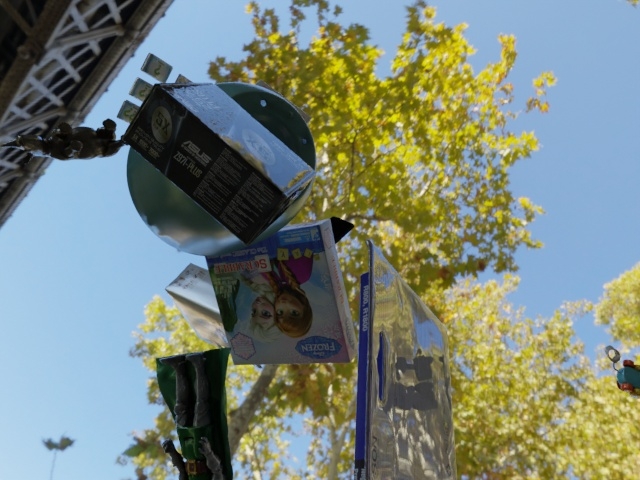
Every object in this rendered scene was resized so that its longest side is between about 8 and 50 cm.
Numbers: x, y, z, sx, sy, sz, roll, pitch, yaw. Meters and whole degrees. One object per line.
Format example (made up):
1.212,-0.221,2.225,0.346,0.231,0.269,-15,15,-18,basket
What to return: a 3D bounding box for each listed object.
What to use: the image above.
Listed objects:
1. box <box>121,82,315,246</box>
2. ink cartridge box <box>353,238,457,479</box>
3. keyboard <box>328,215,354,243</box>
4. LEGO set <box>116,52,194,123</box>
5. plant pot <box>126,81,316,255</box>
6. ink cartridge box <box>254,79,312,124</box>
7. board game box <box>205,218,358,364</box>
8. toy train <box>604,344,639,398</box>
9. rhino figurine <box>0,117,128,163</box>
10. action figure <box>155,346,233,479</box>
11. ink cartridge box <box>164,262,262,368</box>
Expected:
-0.109,-0.098,0.607,0.180,0.147,0.077,41,-69,-1,box
0.073,0.146,0.488,0.045,0.224,0.224,-13,-37,26,ink cartridge box
0.000,0.000,1.363,0.100,0.192,0.038,27,-44,28,keyboard
-0.391,-0.350,1.363,0.060,0.244,0.183,31,-86,29,LEGO set
-0.144,-0.123,0.855,0.235,0.293,0.293,-6,-59,57,plant pot
-0.154,-0.269,1.300,0.172,0.237,0.100,36,-38,-6,ink cartridge box
-0.096,0.130,1.196,0.318,0.066,0.318,-9,-79,26,board game box
0.599,0.228,0.969,0.046,0.166,0.125,119,-45,-61,toy train
-0.534,-0.204,1.087,0.106,0.243,0.073,-13,-89,52,rhino figurine
-0.162,0.267,0.683,0.137,0.063,0.233,-15,-98,31,action figure
-0.303,0.242,1.654,0.309,0.130,0.272,17,-37,34,ink cartridge box
